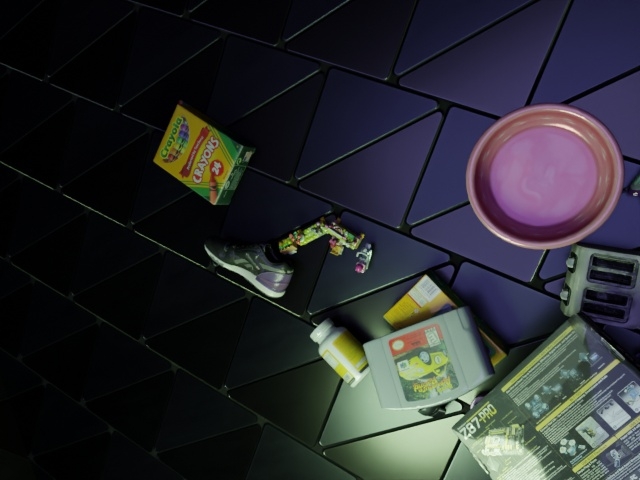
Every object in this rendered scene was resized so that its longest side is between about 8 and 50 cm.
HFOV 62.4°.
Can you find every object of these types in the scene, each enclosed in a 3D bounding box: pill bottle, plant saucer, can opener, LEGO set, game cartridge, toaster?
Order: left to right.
[{"bbox_3d":[0.000,0.000,1.453,0.287,0.107,0.132,11,99,23],"label":"LEGO set"},{"bbox_3d":[0.061,0.304,1.454,0.184,0.103,0.103,45,110,14],"label":"pill bottle"},{"bbox_3d":[0.256,0.298,1.278,0.294,0.060,0.196,-27,70,25],"label":"game cartridge"},{"bbox_3d":[0.298,0.402,1.344,0.073,0.186,0.059,9,54,-8],"label":"can opener"},{"bbox_3d":[0.513,-0.147,1.227,0.332,0.084,0.332,2,96,23],"label":"plant saucer"},{"bbox_3d":[0.640,0.101,1.177,0.186,0.110,0.168,11,100,22],"label":"toaster"}]

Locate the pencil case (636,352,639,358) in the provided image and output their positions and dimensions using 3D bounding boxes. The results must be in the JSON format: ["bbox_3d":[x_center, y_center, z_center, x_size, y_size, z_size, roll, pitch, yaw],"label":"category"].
[{"bbox_3d":[0.795,0.218,1.135,0.206,0.086,0.088,-46,40,18],"label":"pencil case"}]

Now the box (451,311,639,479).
[{"bbox_3d":[0.521,0.398,1.107,0.318,0.097,0.395,49,112,28],"label":"box"}]

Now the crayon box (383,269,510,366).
[{"bbox_3d":[0.317,0.233,1.346,0.278,0.081,0.165,47,111,13],"label":"crayon box"}]

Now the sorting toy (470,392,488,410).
[{"bbox_3d":[0.535,0.454,1.245,0.366,0.126,0.127,12,99,22],"label":"sorting toy"}]

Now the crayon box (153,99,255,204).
[{"bbox_3d":[-0.376,-0.273,1.611,0.319,0.081,0.202,34,107,18],"label":"crayon box"}]

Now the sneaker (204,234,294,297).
[{"bbox_3d":[-0.201,0.039,1.545,0.283,0.107,0.124,31,114,9],"label":"sneaker"}]

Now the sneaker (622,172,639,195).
[{"bbox_3d":[0.770,-0.067,1.137,0.223,0.083,0.098,49,131,18],"label":"sneaker"}]
